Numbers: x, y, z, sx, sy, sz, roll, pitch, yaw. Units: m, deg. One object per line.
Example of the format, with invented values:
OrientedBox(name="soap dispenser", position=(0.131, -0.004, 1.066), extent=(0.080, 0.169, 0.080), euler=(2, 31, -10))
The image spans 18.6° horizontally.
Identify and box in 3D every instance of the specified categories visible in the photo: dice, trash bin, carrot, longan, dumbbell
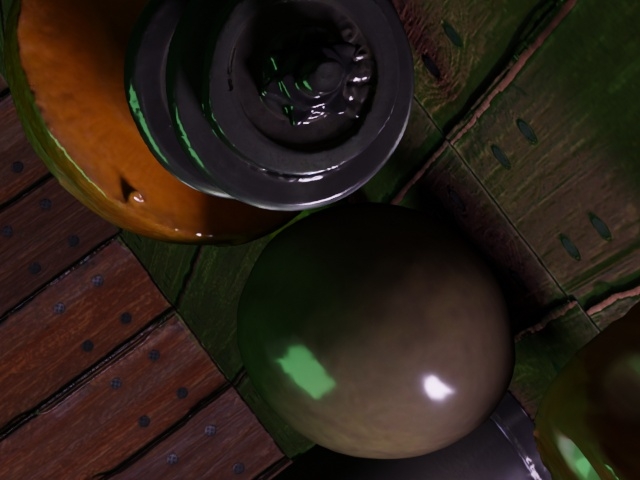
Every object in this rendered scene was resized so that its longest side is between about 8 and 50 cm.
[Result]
OrientedBox(name="dice", position=(0.240, 0.124, 1.128), extent=(0.179, 0.174, 0.175), euler=(52, 170, 30))
OrientedBox(name="trash bin", position=(0.067, 0.270, 1.888), extent=(0.203, 0.301, 0.252), euler=(37, 159, 54))
OrientedBox(name="carrot", position=(-0.127, -0.131, 1.634), extent=(0.307, 0.258, 0.100), euler=(45, 153, -11))
OrientedBox(name="longan", position=(0.052, 0.078, 1.619), extent=(0.248, 0.248, 0.248), euler=(51, 168, 15))
OrientedBox(name="dumbbell", position=(-0.041, -0.121, 1.467), extent=(0.192, 0.192, 0.290), euler=(57, 167, -15))

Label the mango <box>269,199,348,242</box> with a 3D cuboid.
OrientedBox(name="mango", position=(0.000, 0.000, 1.906), extent=(0.101, 0.066, 0.187), euler=(15, 158, 3))
